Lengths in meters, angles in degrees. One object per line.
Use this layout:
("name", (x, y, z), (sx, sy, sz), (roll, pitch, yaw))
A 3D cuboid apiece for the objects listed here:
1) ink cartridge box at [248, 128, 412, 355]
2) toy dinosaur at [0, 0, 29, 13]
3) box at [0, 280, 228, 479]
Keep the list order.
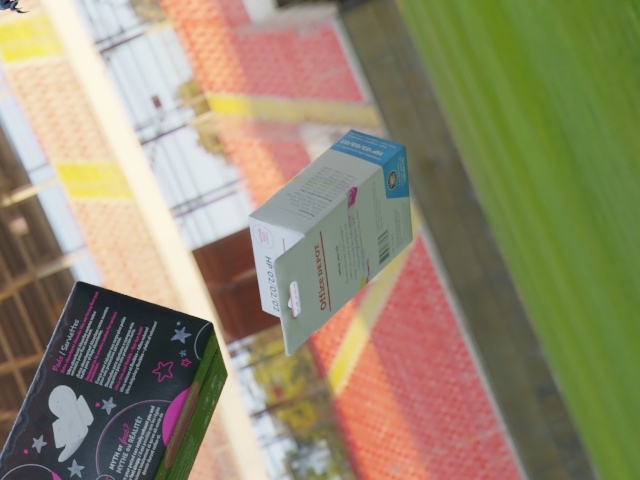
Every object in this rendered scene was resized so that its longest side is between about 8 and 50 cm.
("ink cartridge box", (0.000, 0.000, 1.291), (0.061, 0.181, 0.104), (21, 135, 32))
("toy dinosaur", (-0.242, -0.189, 1.209), (0.047, 0.082, 0.090), (52, -174, 3))
("box", (-0.198, 0.189, 1.429), (0.163, 0.142, 0.247), (86, -156, -67))
